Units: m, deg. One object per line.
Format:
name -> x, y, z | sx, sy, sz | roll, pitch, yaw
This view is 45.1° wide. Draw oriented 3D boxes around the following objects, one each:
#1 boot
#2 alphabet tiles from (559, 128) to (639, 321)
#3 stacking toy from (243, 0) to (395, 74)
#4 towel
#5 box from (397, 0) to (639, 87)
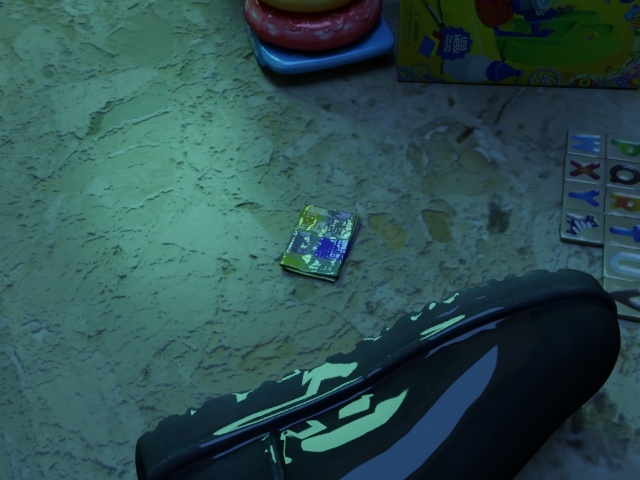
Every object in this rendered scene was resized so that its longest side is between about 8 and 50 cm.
boot -> 0.115, 0.255, 0.420 | 0.366, 0.146, 0.445 | -23, 49, -6
alphabet tiles -> 0.331, -0.015, 0.733 | 0.198, 0.009, 0.237 | 10, 50, 10
stacking toy -> -0.012, -0.345, 0.837 | 0.165, 0.302, 0.175 | -13, 51, -8
towel -> 0.000, 0.000, 0.734 | 0.060, 0.009, 0.083 | 14, 51, 13
box -> 0.227, -0.335, 0.826 | 0.279, 0.290, 0.177 | 2, 50, 6
